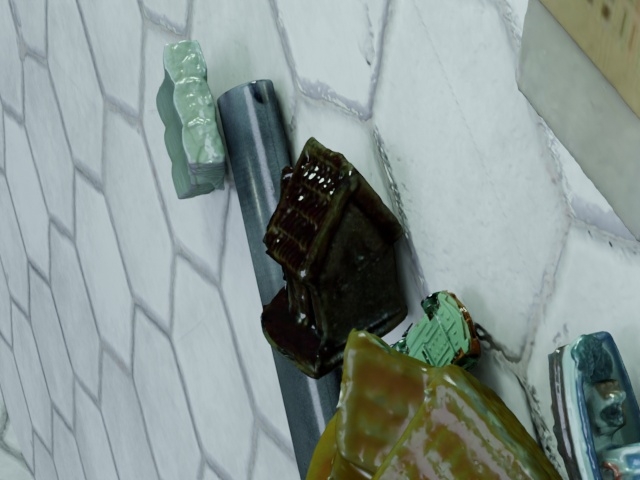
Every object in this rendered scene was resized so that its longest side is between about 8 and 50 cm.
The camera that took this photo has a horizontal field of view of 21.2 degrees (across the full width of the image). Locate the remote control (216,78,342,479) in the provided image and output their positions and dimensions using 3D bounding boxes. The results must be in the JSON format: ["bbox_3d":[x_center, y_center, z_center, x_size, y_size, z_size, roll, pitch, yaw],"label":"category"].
[{"bbox_3d":[-0.025,0.052,1.478,0.107,0.044,0.377,164,93,-77],"label":"remote control"}]

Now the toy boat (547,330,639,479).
[{"bbox_3d":[0.174,0.119,0.968,0.066,0.059,0.140,-15,87,44],"label":"toy boat"}]

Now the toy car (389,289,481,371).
[{"bbox_3d":[0.085,0.078,1.205,0.059,0.035,0.122,65,151,24],"label":"toy car"}]

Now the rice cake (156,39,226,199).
[{"bbox_3d":[-0.121,-0.105,1.597,0.237,0.043,0.127,150,107,-82],"label":"rice cake"}]

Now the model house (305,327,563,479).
[{"bbox_3d":[0.065,0.168,1.093,0.268,0.173,0.239,51,152,29],"label":"model house"}]

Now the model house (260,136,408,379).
[{"bbox_3d":[-0.003,-0.002,1.289,0.165,0.106,0.152,33,135,57],"label":"model house"}]

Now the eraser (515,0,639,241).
[{"bbox_3d":[0.168,-0.169,0.760,0.343,0.078,0.144,95,154,-44],"label":"eraser"}]
